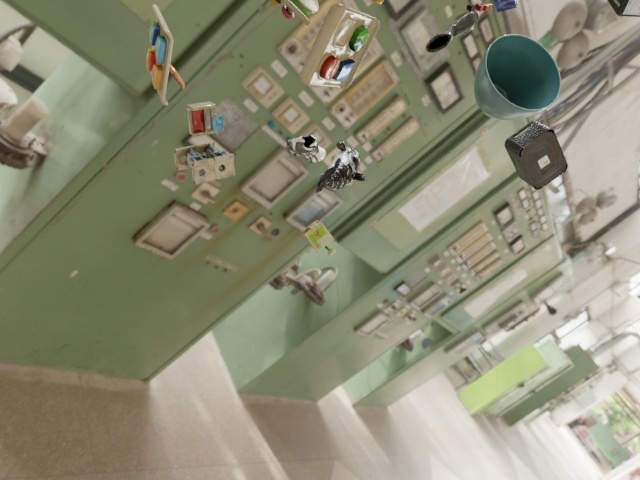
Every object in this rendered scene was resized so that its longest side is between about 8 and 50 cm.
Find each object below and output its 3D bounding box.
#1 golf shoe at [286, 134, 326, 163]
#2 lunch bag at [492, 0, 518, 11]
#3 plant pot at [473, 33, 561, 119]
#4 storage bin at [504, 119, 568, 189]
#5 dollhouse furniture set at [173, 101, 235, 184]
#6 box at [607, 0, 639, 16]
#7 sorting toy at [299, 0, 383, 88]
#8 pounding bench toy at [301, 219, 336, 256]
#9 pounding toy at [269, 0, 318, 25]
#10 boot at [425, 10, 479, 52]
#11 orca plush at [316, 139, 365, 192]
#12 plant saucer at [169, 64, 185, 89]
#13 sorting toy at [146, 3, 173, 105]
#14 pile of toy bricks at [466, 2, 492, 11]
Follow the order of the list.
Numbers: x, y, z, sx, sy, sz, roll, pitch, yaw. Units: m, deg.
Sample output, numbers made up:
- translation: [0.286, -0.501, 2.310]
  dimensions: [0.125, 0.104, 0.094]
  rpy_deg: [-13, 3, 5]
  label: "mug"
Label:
- translation: [-0.032, -0.344, 1.776]
  dimensions: [0.198, 0.093, 0.077]
  rpy_deg: [0, 71, -49]
  label: "golf shoe"
- translation: [0.490, -0.661, 1.273]
  dimensions: [0.098, 0.065, 0.067]
  rpy_deg: [-1, 86, -60]
  label: "lunch bag"
- translation: [0.665, -0.548, 1.692]
  dimensions: [0.290, 0.290, 0.195]
  rpy_deg: [51, -19, 2]
  label: "plant pot"
- translation: [0.669, -0.263, 1.470]
  dimensions: [0.180, 0.122, 0.084]
  rpy_deg: [48, 11, -32]
  label: "storage bin"
- translation: [-0.332, -0.275, 1.332]
  dimensions: [0.128, 0.184, 0.129]
  rpy_deg: [-20, 38, -34]
  label: "dollhouse furniture set"
- translation: [0.590, -0.554, 0.890]
  dimensions: [0.175, 0.051, 0.220]
  rpy_deg: [90, 7, -48]
  label: "box"
- translation: [0.081, -0.541, 1.248]
  dimensions: [0.041, 0.307, 0.229]
  rpy_deg: [41, 30, 19]
  label: "sorting toy"
- translation: [0.000, 0.000, 1.157]
  dimensions: [0.083, 0.052, 0.065]
  rpy_deg: [53, -4, -14]
  label: "pounding bench toy"
- translation: [-0.108, -0.763, 1.511]
  dimensions: [0.183, 0.110, 0.237]
  rpy_deg: [42, 37, -26]
  label: "pounding toy"
- translation: [0.487, -0.772, 1.750]
  dimensions: [0.076, 0.189, 0.208]
  rpy_deg: [55, 33, -6]
  label: "boot"
- translation: [0.081, -0.203, 1.350]
  dimensions: [0.102, 0.151, 0.287]
  rpy_deg: [14, 13, 12]
  label: "orca plush"
- translation: [-0.414, -0.472, 1.362]
  dimensions: [0.083, 0.013, 0.083]
  rpy_deg: [53, -5, 7]
  label: "plant saucer"
- translation: [-0.446, -0.508, 1.301]
  dimensions: [0.038, 0.208, 0.193]
  rpy_deg: [-6, 46, -28]
  label: "sorting toy"
- translation: [0.523, -0.815, 1.531]
  dimensions: [0.212, 0.105, 0.118]
  rpy_deg: [-114, -161, -45]
  label: "pile of toy bricks"
